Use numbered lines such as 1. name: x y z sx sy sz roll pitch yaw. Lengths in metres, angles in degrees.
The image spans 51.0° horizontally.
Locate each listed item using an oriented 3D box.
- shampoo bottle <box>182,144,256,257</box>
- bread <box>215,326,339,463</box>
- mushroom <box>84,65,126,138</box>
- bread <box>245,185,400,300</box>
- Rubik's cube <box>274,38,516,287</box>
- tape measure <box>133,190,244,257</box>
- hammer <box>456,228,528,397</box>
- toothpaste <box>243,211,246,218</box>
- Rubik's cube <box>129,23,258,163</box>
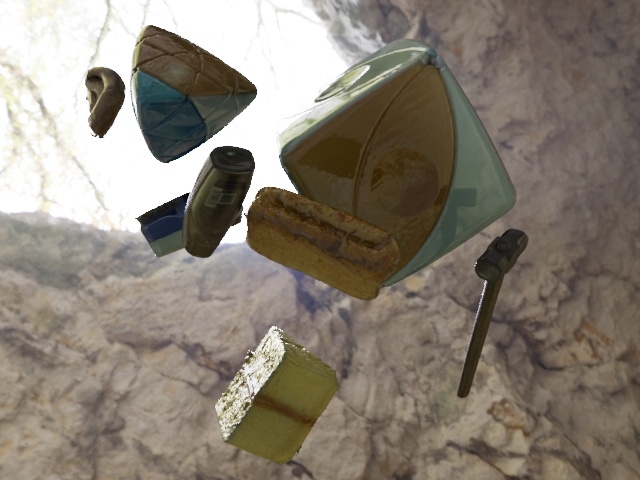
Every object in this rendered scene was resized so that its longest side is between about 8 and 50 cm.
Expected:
1. shampoo bottle: -0.254 -0.080 1.597 0.350 0.125 0.084 -58 -140 47
2. bread: -0.111 0.369 1.632 0.263 0.198 0.236 -56 -156 -2
3. mushroom: -0.472 -0.314 1.480 0.094 0.072 0.210 -43 -134 22
4. bread: 0.000 0.000 0.892 0.211 0.114 0.083 23 -117 4
5. Rubik's cube: 0.135 -0.161 1.322 0.347 0.352 0.351 -33 -162 9
6. tape measure: -0.352 -0.068 1.907 0.259 0.138 0.262 -16 -171 46
7. hammer: 0.280 0.146 1.169 0.043 0.365 0.111 27 -136 26
8. toothpaste: -0.083 0.012 1.690 0.268 0.047 0.069 38 -138 10
9. Rubik's cube: -0.236 -0.242 1.244 0.254 0.254 0.254 -21 -137 21
